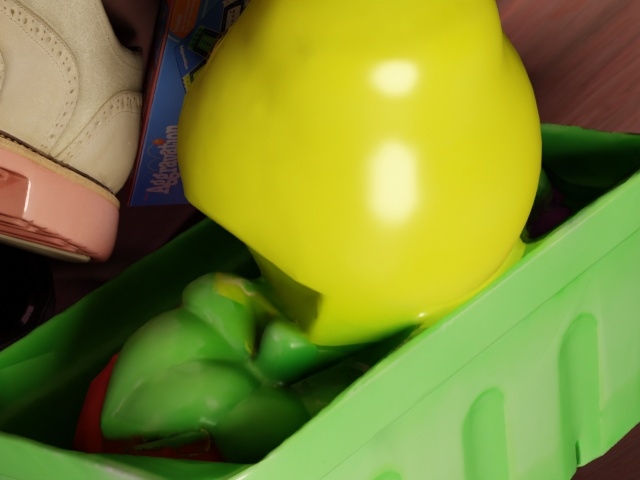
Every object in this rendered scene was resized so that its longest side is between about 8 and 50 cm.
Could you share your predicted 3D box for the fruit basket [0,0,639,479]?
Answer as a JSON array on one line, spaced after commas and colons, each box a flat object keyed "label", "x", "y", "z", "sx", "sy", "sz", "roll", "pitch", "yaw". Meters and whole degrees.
[{"label": "fruit basket", "x": 0.000, "y": 0.000, "z": 1.019, "sx": 0.283, "sy": 0.392, "sz": 0.392, "roll": 8, "pitch": 173, "yaw": 46}]

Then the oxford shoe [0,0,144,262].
[{"label": "oxford shoe", "x": -0.199, "y": -0.112, "z": 0.974, "sx": 0.140, "sy": 0.146, "sz": 0.397, "roll": 14, "pitch": 168, "yaw": 19}]

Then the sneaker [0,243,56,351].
[{"label": "sneaker", "x": -0.301, "y": 0.040, "z": 1.338, "sx": 0.276, "sy": 0.097, "sz": 0.135, "roll": 1, "pitch": 156, "yaw": -24}]

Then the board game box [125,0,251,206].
[{"label": "board game box", "x": -0.033, "y": -0.093, "z": 1.195, "sx": 0.145, "sy": 0.027, "sz": 0.281, "roll": -3, "pitch": 157, "yaw": -13}]
